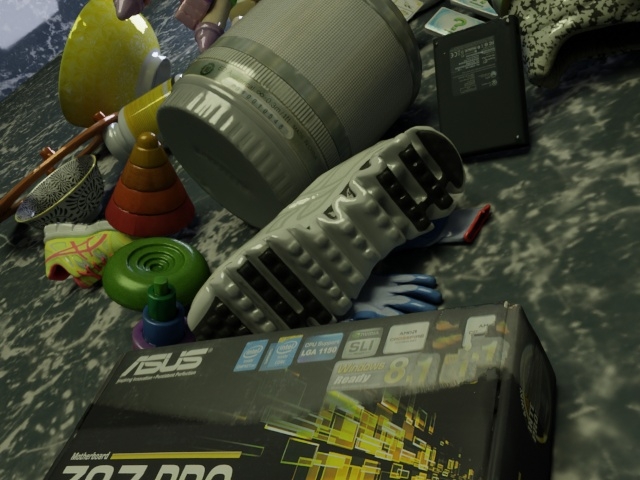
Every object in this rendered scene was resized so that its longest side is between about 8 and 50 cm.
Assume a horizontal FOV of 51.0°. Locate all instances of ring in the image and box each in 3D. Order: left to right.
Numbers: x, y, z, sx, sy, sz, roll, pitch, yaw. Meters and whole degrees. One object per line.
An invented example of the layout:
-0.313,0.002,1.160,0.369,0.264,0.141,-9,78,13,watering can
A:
-0.515,-0.143,1.287,0.337,0.032,0.336,-39,12,10,ring

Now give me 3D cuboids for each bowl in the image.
-0.438,-0.066,1.175,0.170,0.080,0.170,-24,33,17,bowl
-0.412,-0.359,1.430,0.156,0.289,0.289,18,48,1,bowl

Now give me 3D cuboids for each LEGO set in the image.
0.161,-0.386,0.967,0.244,0.060,0.182,31,67,24,LEGO set

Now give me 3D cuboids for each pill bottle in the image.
-0.298,-0.216,1.219,0.184,0.103,0.103,-27,33,13,pill bottle

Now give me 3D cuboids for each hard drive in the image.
0.168,-0.158,0.712,0.094,0.022,0.135,-7,85,38,hard drive

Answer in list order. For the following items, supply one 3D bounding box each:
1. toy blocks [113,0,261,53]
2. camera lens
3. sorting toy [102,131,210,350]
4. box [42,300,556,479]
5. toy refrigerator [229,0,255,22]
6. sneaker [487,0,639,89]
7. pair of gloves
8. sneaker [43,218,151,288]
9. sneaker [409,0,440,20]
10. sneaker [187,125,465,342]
-0.182,-0.430,1.173,0.309,0.289,0.260,-28,42,42,toy blocks
-0.029,-0.173,0.806,0.274,0.219,0.219,-49,35,-20,camera lens
-0.199,-0.015,0.803,0.127,0.126,0.365,-4,36,-15,sorting toy
-0.055,0.209,0.455,0.395,0.097,0.318,-11,36,33,box
-0.075,-0.505,1.397,0.270,0.094,0.102,5,50,45,toy refrigerator
0.376,-0.252,0.665,0.411,0.158,0.181,-13,70,28,sneaker
0.068,0.019,0.655,0.159,0.023,0.198,3,48,45,pair of gloves
-0.315,0.023,0.966,0.209,0.081,0.094,-3,73,29,sneaker
0.094,-0.399,1.090,0.275,0.110,0.107,-36,32,0,sneaker
0.000,0.000,0.642,0.292,0.110,0.118,-37,23,-8,sneaker
